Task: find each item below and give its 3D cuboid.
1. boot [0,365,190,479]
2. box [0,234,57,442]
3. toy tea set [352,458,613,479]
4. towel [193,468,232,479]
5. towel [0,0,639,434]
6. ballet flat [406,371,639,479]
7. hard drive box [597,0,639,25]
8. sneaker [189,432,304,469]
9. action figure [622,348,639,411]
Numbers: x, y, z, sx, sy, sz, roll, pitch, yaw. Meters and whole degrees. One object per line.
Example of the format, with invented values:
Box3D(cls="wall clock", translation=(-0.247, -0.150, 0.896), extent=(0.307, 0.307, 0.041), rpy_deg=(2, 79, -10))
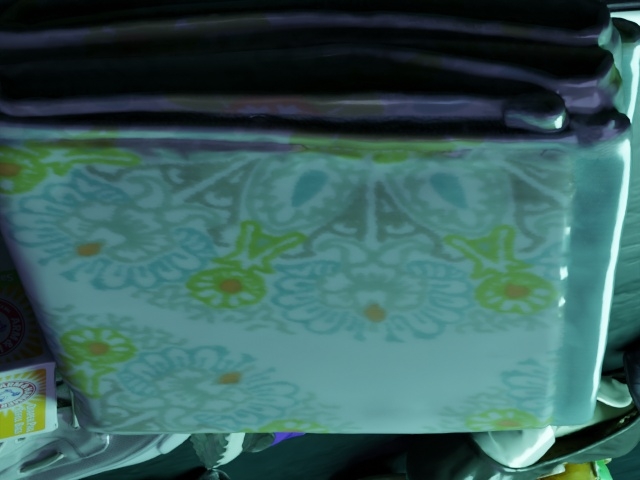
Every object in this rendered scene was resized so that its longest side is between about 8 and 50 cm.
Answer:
Box3D(cls="boot", translation=(-0.194, 0.126, 1.228), extent=(0.258, 0.095, 0.123), rpy_deg=(-31, 159, 26))
Box3D(cls="box", translation=(-0.269, 0.072, 1.064), extent=(0.203, 0.103, 0.114), rpy_deg=(-11, 154, -15))
Box3D(cls="toy tea set", translation=(0.183, 0.282, 1.721), extent=(0.336, 0.124, 0.200), rpy_deg=(5, 160, -40))
Box3D(cls="towel", translation=(-0.079, 0.361, 1.592), extent=(0.121, 0.284, 0.235), rpy_deg=(-40, 174, -34))
Box3D(cls="towel", translation=(0.000, 0.000, 0.934), extent=(0.320, 0.090, 0.374), rpy_deg=(1, 148, 5))
Box3D(cls="ballet flat", translation=(0.198, 0.164, 1.591), extent=(0.280, 0.095, 0.096), rpy_deg=(-11, 145, -39))
Box3D(cls="hard drive box", translation=(0.077, -0.093, 0.987), extent=(0.181, 0.089, 0.232), rpy_deg=(-7, 152, -23))
Box3D(cls="sneaker", translation=(0.000, 0.064, 1.250), extent=(0.146, 0.102, 0.293), rpy_deg=(-11, 158, -25))
Box3D(cls="action figure", translation=(0.410, 0.076, 1.541), extent=(0.185, 0.099, 0.285), rpy_deg=(12, 138, -39))
